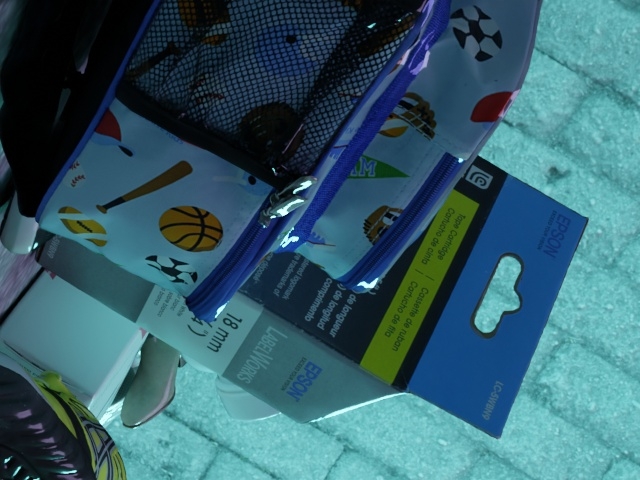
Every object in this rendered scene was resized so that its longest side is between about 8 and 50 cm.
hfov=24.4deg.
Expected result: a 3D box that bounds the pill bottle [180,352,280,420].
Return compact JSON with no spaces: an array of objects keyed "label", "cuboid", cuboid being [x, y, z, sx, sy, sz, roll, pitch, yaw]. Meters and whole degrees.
[{"label":"pill bottle","cuboid":[-0.077,0.033,1.234,0.124,0.221,0.124,-20,-163,6]}]

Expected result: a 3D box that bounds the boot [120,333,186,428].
[{"label":"boot","cuboid":[-0.144,0.095,1.287,0.118,0.042,0.087,-57,152,-42]}]

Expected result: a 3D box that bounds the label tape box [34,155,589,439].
[{"label":"label tape box","cuboid":[0.000,0.000,1.076,0.240,0.334,0.106,-59,-179,-42]}]

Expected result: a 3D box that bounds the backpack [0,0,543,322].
[{"label":"backpack","cuboid":[-0.022,-0.096,0.719,0.263,0.213,0.276,-45,-169,34]}]

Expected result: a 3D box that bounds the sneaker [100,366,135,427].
[{"label":"sneaker","cuboid":[-0.228,0.162,1.349,0.152,0.053,0.061,-22,153,5]}]

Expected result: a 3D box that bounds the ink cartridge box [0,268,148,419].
[{"label":"ink cartridge box","cuboid":[-0.210,0.108,1.180,0.218,0.092,0.158,-55,-177,45]}]

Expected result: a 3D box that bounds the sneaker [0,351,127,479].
[{"label":"sneaker","cuboid":[-0.204,0.147,0.934,0.384,0.145,0.147,84,-10,-61]}]

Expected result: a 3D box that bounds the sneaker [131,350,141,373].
[{"label":"sneaker","cuboid":[-0.180,0.057,1.322,0.090,0.095,0.235,-57,179,-26]}]

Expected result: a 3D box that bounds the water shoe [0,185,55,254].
[{"label":"water shoe","cuboid":[-0.113,-0.054,0.874,0.073,0.080,0.203,-59,-179,44]}]
